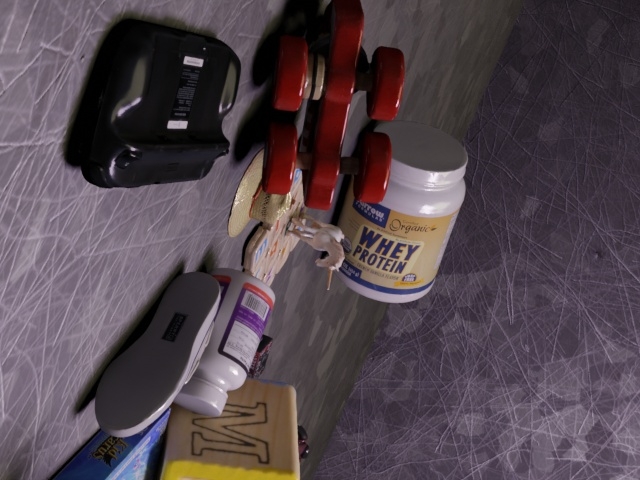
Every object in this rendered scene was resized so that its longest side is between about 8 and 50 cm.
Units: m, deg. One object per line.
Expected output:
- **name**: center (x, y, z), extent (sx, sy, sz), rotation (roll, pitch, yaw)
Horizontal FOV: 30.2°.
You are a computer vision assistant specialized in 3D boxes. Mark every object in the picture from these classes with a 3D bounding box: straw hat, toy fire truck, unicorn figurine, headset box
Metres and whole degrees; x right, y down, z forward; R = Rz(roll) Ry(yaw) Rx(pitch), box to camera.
- **straw hat**: center (-0.077, -0.060, 1.747), extent (0.144, 0.061, 0.144), rotation (-60, 166, -25)
- **toy fire truck**: center (0.010, -0.201, 1.666), extent (0.254, 0.169, 0.302), rotation (-99, -164, -61)
- **unicorn figurine**: center (0.000, 0.000, 1.974), extent (0.162, 0.111, 0.060), rotation (-50, 162, -57)
- **headset box**: center (-0.118, 0.212, 2.156), extent (0.062, 0.032, 0.083), rotation (-47, 157, -59)

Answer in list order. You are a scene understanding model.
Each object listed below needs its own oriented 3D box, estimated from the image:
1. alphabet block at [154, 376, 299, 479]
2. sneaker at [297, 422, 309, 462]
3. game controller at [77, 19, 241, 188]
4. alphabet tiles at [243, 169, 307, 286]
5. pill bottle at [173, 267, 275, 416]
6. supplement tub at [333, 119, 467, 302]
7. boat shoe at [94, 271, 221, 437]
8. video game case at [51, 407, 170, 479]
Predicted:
- **alphabet block**: center (-0.143, 0.328, 1.733), extent (0.197, 0.193, 0.192), rotation (-96, -163, -56)
- **sneaker**: center (-0.106, 0.373, 2.200), extent (0.106, 0.163, 0.281), rotation (-70, 168, 18)
- **game controller**: center (-0.162, -0.141, 1.258), extent (0.319, 0.067, 0.166), rotation (-19, 117, -75)
- **alphabet tiles**: center (-0.057, -0.042, 1.965), extent (0.284, 0.021, 0.278), rotation (-58, 168, -36)
- **pill bottle**: center (-0.144, 0.146, 1.676), extent (0.108, 0.108, 0.193), rotation (89, 19, -63)
- **supplement tub**: center (0.157, -0.058, 2.371), extent (0.228, 0.228, 0.316), rotation (-50, 159, -54)
- **boat shoe**: center (-0.207, 0.158, 1.537), extent (0.088, 0.096, 0.267), rotation (94, 14, -47)
- **video game case**: center (-0.304, 0.371, 1.577), extent (0.269, 0.061, 0.244), rotation (-47, 159, -58)
